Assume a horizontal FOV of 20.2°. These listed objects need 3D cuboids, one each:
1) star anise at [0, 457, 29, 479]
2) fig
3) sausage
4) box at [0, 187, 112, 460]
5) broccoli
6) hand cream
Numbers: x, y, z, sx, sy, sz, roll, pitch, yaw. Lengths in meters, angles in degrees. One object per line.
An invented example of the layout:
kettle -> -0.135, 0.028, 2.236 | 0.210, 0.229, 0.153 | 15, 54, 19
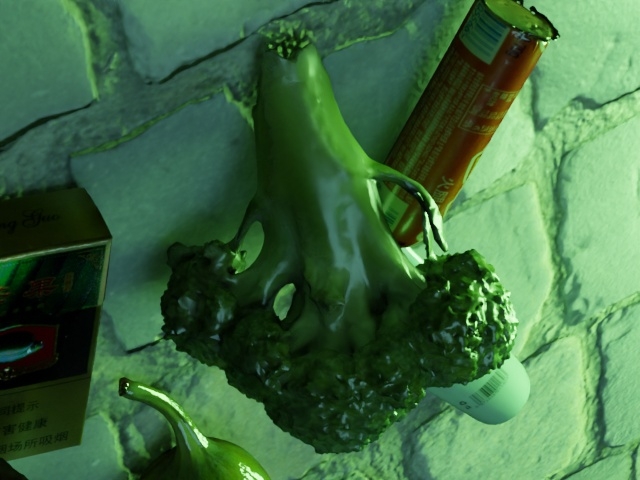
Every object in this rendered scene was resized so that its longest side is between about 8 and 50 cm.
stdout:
star anise -> -0.347, 0.169, 1.358 | 0.288, 0.088, 0.288 | 4, 131, 5
fig -> -0.123, 0.210, 1.636 | 0.149, 0.149, 0.245 | -25, 121, -14
sausage -> 0.104, -0.089, 1.513 | 0.083, 0.083, 0.264 | 2, 130, -38
box -> -0.259, 0.078, 1.413 | 0.159, 0.071, 0.240 | -9, 135, -25
broccoli -> -0.003, 0.026, 1.480 | 0.254, 0.302, 0.186 | -37, 173, 18
hand cream -> 0.104, 0.091, 1.712 | 0.109, 0.067, 0.320 | -42, 136, 9
